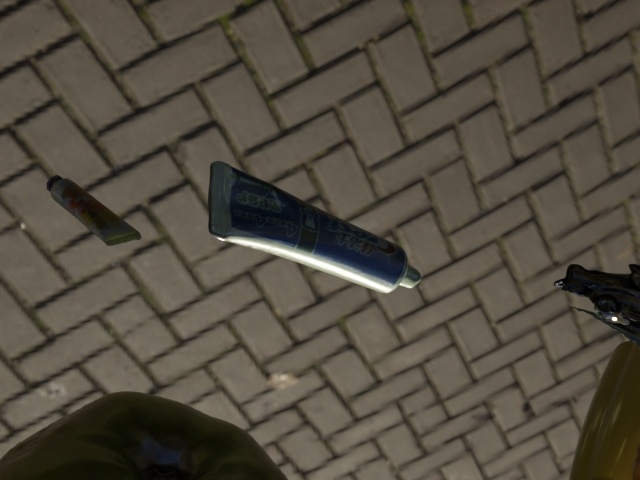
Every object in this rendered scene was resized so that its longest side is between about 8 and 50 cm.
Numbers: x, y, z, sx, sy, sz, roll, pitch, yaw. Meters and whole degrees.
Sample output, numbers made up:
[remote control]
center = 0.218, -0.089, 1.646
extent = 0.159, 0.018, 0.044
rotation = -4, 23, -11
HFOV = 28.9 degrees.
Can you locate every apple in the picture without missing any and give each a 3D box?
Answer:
[apple]
center = -0.204, 0.407, 1.349
extent = 0.474, 0.473, 0.473
rotation = -11, 135, -12

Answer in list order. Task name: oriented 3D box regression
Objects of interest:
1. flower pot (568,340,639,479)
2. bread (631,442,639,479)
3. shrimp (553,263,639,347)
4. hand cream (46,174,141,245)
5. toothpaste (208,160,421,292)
[flower pot]
center = 0.344, 0.218, 1.242
extent = 0.179, 0.195, 0.195
rotation = -50, 145, -29
[bread]
center = 0.361, 0.166, 0.976
extent = 0.149, 0.274, 0.274
rotation = 12, 126, -21
[shrimp]
center = 0.295, 0.007, 0.792
extent = 0.262, 0.198, 0.051
rotation = 17, 167, 15
[hand cream]
center = -0.190, -0.025, 1.021
extent = 0.035, 0.102, 0.022
rotation = -15, 129, -43
[toothpaste]
center = 0.000, 0.000, 0.857
extent = 0.197, 0.057, 0.035
rotation = 22, 146, -39
